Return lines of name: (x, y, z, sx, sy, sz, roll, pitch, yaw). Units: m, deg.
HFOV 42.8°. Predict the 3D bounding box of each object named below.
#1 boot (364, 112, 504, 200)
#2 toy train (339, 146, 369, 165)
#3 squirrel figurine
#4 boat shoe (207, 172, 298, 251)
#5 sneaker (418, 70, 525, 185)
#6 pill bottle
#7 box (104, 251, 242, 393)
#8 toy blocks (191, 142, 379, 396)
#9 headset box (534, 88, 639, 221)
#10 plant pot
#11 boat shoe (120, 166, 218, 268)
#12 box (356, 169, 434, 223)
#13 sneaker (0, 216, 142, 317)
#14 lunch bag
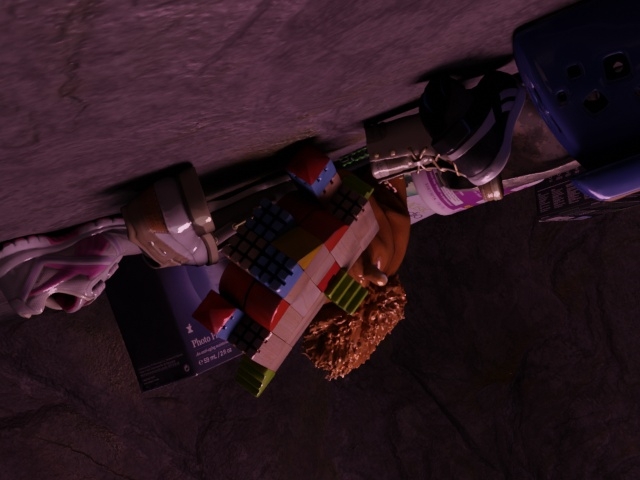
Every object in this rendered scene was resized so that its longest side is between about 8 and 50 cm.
boot: (0.152, -0.112, 1.127, 0.165, 0.213, 0.077, -17, 134, 3)
toy train: (0.069, -0.154, 1.463, 0.083, 0.017, 0.023, -21, -172, 36)
squirrel figurine: (0.057, 0.061, 1.560, 0.281, 0.397, 0.370, -13, -165, 7)
boat shoe: (-0.105, -0.051, 1.424, 0.305, 0.091, 0.109, -20, 179, 18)
sneaker: (0.186, -0.177, 1.018, 0.079, 0.121, 0.217, -35, -156, 38)
pill bottle: (0.335, -0.168, 1.566, 0.301, 0.169, 0.169, -21, 179, 39)
box: (-0.270, 0.123, 1.721, 0.182, 0.294, 0.296, -24, 177, 35)
toy blocks: (-0.050, 0.033, 1.199, 0.381, 0.190, 0.261, -54, 162, -6)
headset box: (0.570, -0.199, 1.756, 0.131, 0.283, 0.246, -3, 173, -18)
plant pot: (0.369, -0.171, 0.947, 0.236, 0.212, 0.236, -20, 178, 15)
boat shoe: (-0.198, -0.021, 1.086, 0.103, 0.113, 0.302, -19, 168, -8)
box: (0.197, -0.115, 1.865, 0.232, 0.059, 0.322, 13, 151, -38)
sneaker: (-0.344, 0.041, 1.145, 0.103, 0.111, 0.252, -21, 179, 44)
lunch bag: (0.330, -0.172, 1.329, 0.287, 0.169, 0.235, -25, 177, 22)
